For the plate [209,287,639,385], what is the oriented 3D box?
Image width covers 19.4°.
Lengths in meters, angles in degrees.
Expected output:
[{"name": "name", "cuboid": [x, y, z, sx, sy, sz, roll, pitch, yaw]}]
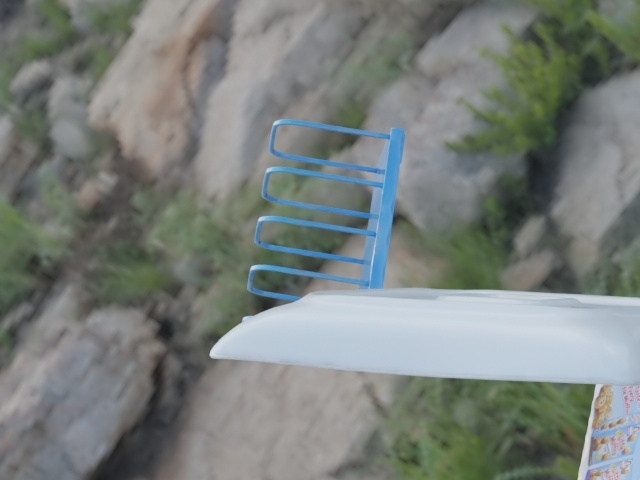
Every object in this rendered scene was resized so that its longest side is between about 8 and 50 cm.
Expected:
[{"name": "plate", "cuboid": [0.117, 0.056, 1.166, 0.278, 0.277, 0.045, 2, 90, 31]}]

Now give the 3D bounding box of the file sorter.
[{"name": "file sorter", "cuboid": [0.000, 0.000, 1.478, 0.118, 0.104, 0.170, 110, 169, -77]}]

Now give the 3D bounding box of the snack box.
[{"name": "snack box", "cuboid": [0.225, 0.128, 1.362, 0.064, 0.022, 0.178, -23, 38, 42]}]
